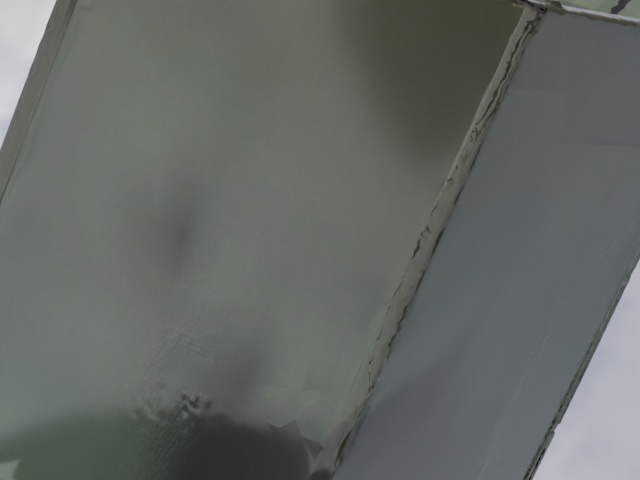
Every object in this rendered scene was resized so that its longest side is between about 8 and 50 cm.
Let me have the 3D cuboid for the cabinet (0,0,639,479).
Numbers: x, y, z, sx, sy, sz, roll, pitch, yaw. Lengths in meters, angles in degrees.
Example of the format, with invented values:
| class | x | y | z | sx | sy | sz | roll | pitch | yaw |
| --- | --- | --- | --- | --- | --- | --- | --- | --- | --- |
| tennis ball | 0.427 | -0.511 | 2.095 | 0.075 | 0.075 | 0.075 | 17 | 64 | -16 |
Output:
| class | x | y | z | sx | sy | sz | roll | pitch | yaw |
| --- | --- | --- | --- | --- | --- | --- | --- | --- | --- |
| cabinet | 0.000 | 0.000 | 0.522 | 0.145 | 0.150 | 0.206 | 32 | -72 | 28 |
